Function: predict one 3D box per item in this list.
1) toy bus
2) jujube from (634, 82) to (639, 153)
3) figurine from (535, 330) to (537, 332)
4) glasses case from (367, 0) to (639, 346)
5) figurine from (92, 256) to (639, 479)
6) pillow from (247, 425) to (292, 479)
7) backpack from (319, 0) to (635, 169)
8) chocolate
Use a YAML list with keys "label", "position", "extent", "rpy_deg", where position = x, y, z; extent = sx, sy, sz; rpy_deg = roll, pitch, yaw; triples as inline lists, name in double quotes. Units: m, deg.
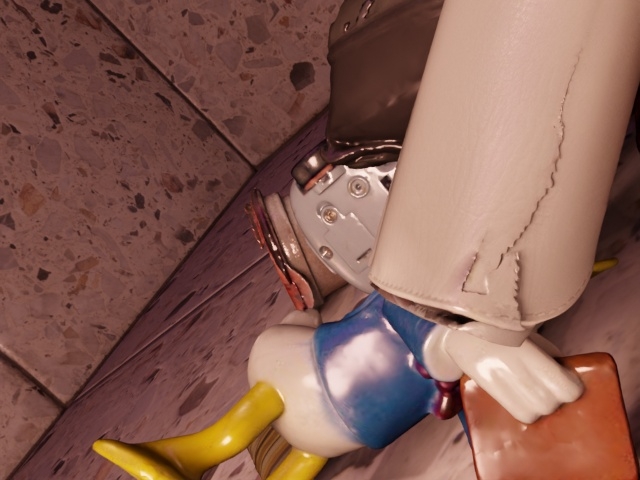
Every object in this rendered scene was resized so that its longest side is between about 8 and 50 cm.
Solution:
- label: "toy bus"
  position: [0.114, -0.086, 1.051]
  extent: [0.287, 0.194, 0.232]
  rpy_deg: [-41, 4, 22]
- label: "jujube"
  position: [0.279, -0.083, 0.416]
  extent: [0.197, 0.197, 0.290]
  rpy_deg: [-50, 12, -24]
- label: "figurine"
  position: [0.097, 0.066, 0.719]
  extent: [0.155, 0.127, 0.235]
  rpy_deg: [3, 48, 49]
- label: "glasses case"
  position: [0.112, -0.096, 0.483]
  extent: [0.128, 0.083, 0.308]
  rpy_deg: [5, 75, 61]
- label: "figurine"
  position: [0.070, 0.050, 0.555]
  extent: [0.283, 0.204, 0.338]
  rpy_deg: [7, 61, 48]
- label: "pillow"
  position: [0.010, 0.151, 0.894]
  extent: [0.208, 0.052, 0.212]
  rpy_deg: [-44, 13, -8]
- label: "backpack"
  position: [0.195, -0.190, 0.727]
  extent: [0.363, 0.255, 0.445]
  rpy_deg: [-10, -13, -46]
- label: "chocolate"
  position: [0.002, -0.001, 1.225]
  extent: [0.147, 0.221, 0.221]
  rpy_deg: [-24, 14, 8]
